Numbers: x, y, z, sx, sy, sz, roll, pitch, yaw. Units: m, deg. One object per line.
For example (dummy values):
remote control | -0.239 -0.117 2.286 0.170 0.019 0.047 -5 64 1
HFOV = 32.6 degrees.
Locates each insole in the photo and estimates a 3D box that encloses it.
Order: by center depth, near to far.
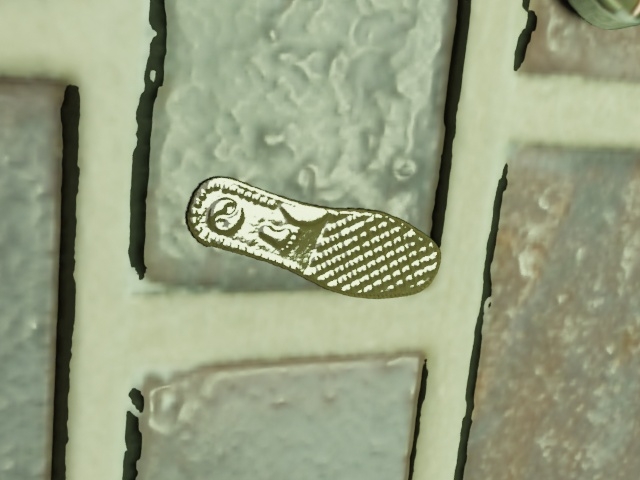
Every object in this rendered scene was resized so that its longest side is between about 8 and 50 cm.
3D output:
insole | 0.000 0.000 0.516 0.135 0.002 0.045 17 98 -26

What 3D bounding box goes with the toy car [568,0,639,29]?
toy car | 0.158 -0.194 0.447 0.235 0.172 0.158 26 78 -25
